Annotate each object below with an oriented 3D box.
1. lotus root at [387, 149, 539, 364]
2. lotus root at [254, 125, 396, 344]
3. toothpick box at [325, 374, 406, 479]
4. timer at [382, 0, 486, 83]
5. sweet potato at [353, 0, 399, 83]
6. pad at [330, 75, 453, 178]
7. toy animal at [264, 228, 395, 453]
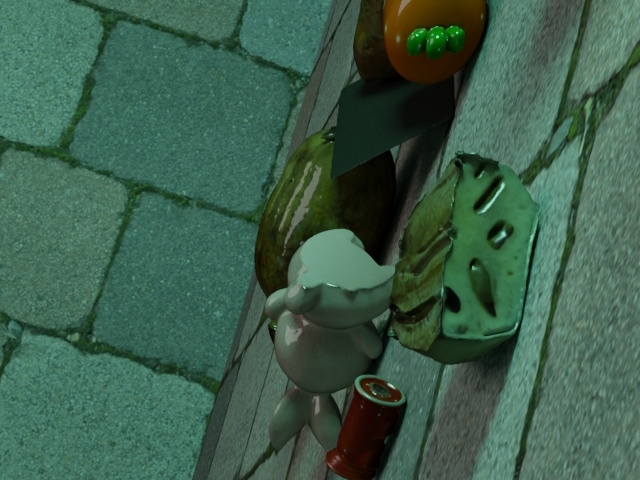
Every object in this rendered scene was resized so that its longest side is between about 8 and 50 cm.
[{"bbox_3d":[0.098,0.025,1.168,0.144,0.070,0.143,140,142,-70],"label":"lotus root"},{"bbox_3d":[0.000,0.000,1.786,0.145,0.128,0.260,-125,51,-69],"label":"lotus root"},{"bbox_3d":[0.037,0.159,1.398,0.047,0.047,0.083,-87,16,-67],"label":"toothpick box"},{"bbox_3d":[0.106,-0.208,1.590,0.136,0.099,0.136,11,-90,-87],"label":"timer"},{"bbox_3d":[0.122,-0.310,1.661,0.109,0.109,0.385,-80,15,-50],"label":"sweet potato"},{"bbox_3d":[0.075,-0.141,1.711,0.143,0.003,0.211,-27,25,19],"label":"pad"},{"bbox_3d":[0.001,0.100,1.604,0.124,0.124,0.213,-83,6,-59],"label":"toy animal"}]
